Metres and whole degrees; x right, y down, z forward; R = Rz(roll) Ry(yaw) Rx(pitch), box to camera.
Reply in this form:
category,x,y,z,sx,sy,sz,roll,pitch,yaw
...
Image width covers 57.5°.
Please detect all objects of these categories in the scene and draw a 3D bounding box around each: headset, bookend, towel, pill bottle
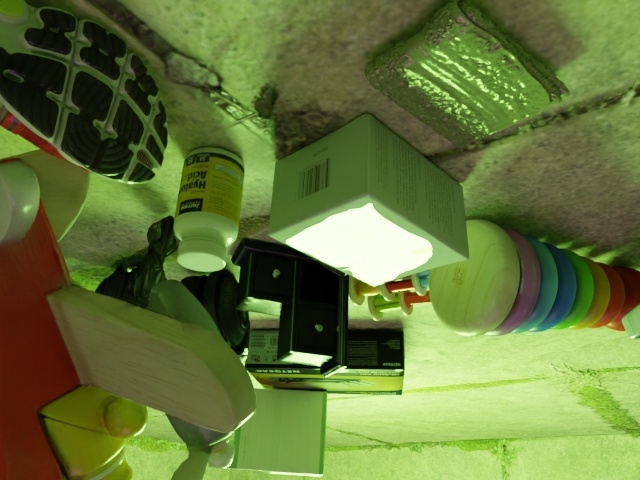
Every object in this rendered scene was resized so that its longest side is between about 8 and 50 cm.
category,x,y,z,sx,sy,sz,roll,pitch,yaw
headset,-0.221,0.123,0.836,0.243,0.185,0.394,6,137,-8
bookend,-0.046,0.093,0.796,0.157,0.156,0.072,12,153,-17
towel,0.118,-0.129,0.475,0.148,0.027,0.110,21,149,-35
pill bottle,-0.114,-0.030,0.592,0.065,0.116,0.065,1,154,1

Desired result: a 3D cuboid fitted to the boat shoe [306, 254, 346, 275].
category,x,y,z,sx,sy,sz,roll,pitch,yaw
boat shoe,0.000,0.000,0.721,0.056,0.049,0.152,-15,149,32

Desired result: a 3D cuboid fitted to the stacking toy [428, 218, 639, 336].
category,x,y,z,sx,sy,sz,roll,pitch,yaw
stacking toy,0.309,0.068,0.756,0.330,0.141,0.141,11,153,-26

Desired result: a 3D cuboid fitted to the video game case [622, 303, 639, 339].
category,x,y,z,sx,sy,sz,roll,pitch,yaw
video game case,0.554,0.019,0.634,0.329,0.036,0.300,-6,149,-8

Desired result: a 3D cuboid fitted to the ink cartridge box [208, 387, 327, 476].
category,x,y,z,sx,sy,sz,roll,pitch,yaw
ink cartridge box,-0.105,0.401,1.230,0.235,0.171,0.056,3,155,0

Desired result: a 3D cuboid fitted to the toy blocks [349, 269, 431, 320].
category,x,y,z,sx,sy,sz,roll,pitch,yaw
toy blocks,0.131,0.071,0.853,0.148,0.054,0.123,-13,150,27

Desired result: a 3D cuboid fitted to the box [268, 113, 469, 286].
category,x,y,z,sx,sy,sz,roll,pitch,yaw
box,0.053,-0.032,0.605,0.130,0.091,0.170,-21,146,38

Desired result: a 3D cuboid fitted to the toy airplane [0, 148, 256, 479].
category,x,y,z,sx,sy,sz,roll,pitch,yaw
toy airplane,-0.235,0.100,0.550,0.272,0.386,0.384,1,134,-48

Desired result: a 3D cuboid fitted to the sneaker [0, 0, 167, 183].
category,x,y,z,sx,sy,sz,roll,pitch,yaw
sneaker,-0.244,-0.134,0.447,0.118,0.107,0.279,2,157,45

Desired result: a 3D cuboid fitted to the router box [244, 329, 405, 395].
category,x,y,z,sx,sy,sz,roll,pitch,yaw
router box,0.019,0.258,1.213,0.309,0.081,0.243,-1,154,7
